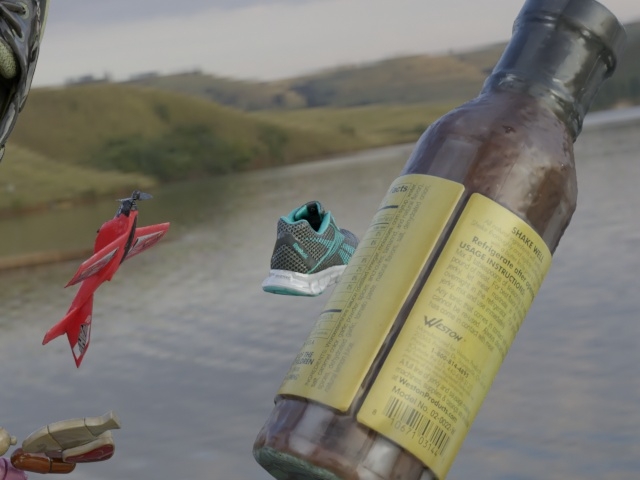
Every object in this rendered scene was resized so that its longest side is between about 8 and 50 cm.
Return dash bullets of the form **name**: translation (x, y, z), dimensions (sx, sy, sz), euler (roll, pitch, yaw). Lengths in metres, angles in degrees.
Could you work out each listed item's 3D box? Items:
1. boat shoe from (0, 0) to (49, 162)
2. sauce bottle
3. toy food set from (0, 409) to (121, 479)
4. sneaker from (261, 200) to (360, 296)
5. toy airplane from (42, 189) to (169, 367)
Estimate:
- **boat shoe**: translation (-0.171, -0.090, 0.770), dimensions (0.080, 0.223, 0.073), euler (18, -11, -23)
- **sauce bottle**: translation (0.085, 0.003, 0.946), dimensions (0.111, 0.344, 0.111), euler (28, -18, 10)
- **toy food set**: translation (-0.182, 0.131, 0.991), dimensions (0.122, 0.019, 0.078), euler (-13, -31, -4)
- **sneaker**: translation (0.000, 0.000, 1.426), dimensions (0.065, 0.076, 0.166), euler (6, 12, 17)
- **toy airplane**: translation (-0.165, 0.026, 1.193), dimensions (0.028, 0.151, 0.151), euler (29, 12, 12)
